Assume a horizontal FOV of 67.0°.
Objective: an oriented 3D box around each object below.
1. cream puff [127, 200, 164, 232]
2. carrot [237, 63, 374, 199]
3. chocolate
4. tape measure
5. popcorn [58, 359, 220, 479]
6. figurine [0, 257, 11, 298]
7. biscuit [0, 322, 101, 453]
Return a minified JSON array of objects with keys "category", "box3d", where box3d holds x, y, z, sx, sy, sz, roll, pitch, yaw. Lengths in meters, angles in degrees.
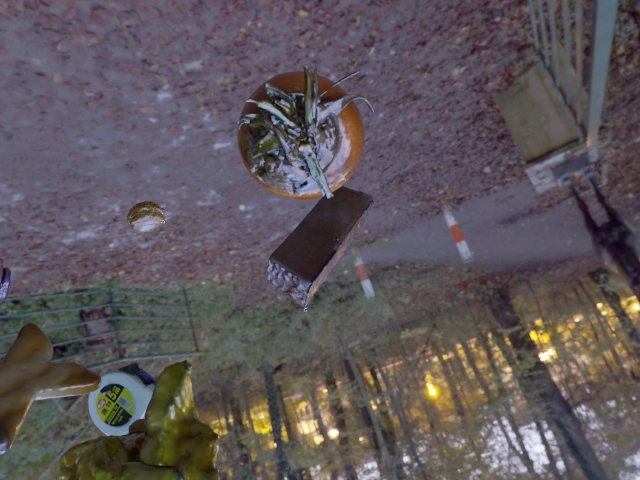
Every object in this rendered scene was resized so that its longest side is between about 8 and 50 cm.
[{"category":"cream puff","box3d":[-0.663,-0.095,1.831,0.143,0.103,0.126,-27,161,30]},{"category":"carrot","box3d":[-0.023,-0.163,0.758,0.214,0.193,0.331,1,-165,9]},{"category":"chocolate","box3d":[0.000,0.000,1.061,0.321,0.111,0.112,-53,166,-40]},{"category":"tape measure","box3d":[-0.621,0.547,1.470,0.351,0.215,0.098,-58,169,5]},{"category":"popcorn","box3d":[-0.279,0.398,0.772,0.289,0.321,0.325,-24,173,-23]},{"category":"figurine","box3d":[-0.857,0.098,1.211,0.157,0.114,0.126,10,102,-61]},{"category":"biscuit","box3d":[-0.455,0.213,0.721,0.047,0.164,0.208,-52,176,15]}]
